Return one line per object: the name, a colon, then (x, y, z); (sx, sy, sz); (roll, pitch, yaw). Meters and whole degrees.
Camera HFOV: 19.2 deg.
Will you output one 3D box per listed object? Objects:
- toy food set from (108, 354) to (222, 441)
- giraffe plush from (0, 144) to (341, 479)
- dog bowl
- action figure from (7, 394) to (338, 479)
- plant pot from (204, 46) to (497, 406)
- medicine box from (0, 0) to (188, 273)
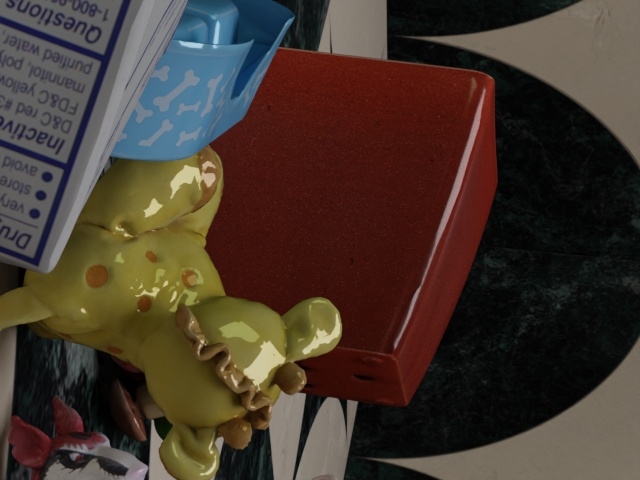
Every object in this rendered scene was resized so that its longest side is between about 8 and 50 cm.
toy food set: (-0.132, 0.105, 1.459); (0.128, 0.071, 0.218); (63, -4, 8)
giraffe plush: (-0.084, 0.045, 1.140); (0.181, 0.170, 0.210); (-51, 176, 16)
dog bowl: (-0.114, -0.111, 1.096); (0.297, 0.166, 0.074); (-55, 161, -75)
action figure: (-0.122, 0.278, 1.192); (0.276, 0.248, 0.370); (-32, -108, 58)
plant pot: (0.000, 0.000, 1.615); (0.267, 0.267, 0.235); (72, 27, -71)
medicine box: (-0.107, -0.179, 0.766); (0.263, 0.149, 0.289); (-77, -171, -65)
